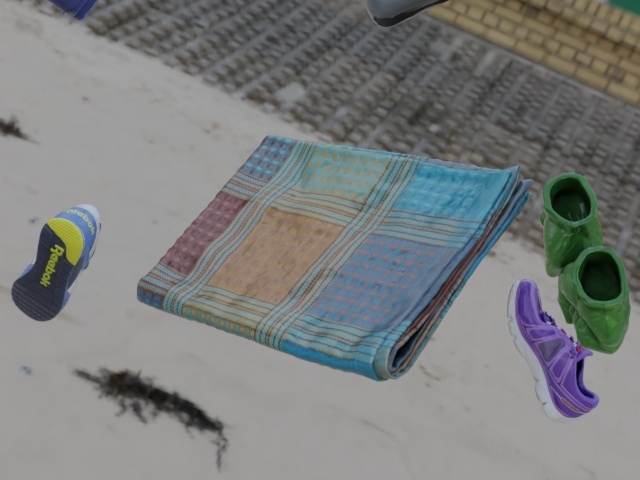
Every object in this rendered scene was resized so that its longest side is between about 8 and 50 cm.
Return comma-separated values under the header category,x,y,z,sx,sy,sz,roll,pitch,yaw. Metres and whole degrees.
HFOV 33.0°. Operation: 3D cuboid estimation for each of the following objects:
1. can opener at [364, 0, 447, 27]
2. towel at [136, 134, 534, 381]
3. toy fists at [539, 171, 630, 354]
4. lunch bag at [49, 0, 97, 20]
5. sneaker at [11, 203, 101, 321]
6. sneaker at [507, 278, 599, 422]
category,x,y,z,sx,sy,sz,roll,pitch,yaw
can opener,0.149,-0.235,0.723,0.074,0.280,0.093,67,10,9
towel,0.000,0.000,1.124,0.370,0.271,0.040,13,-35,41
toy fists,0.385,0.039,1.591,0.142,0.096,0.279,66,10,-48
lunch bag,-0.320,-0.342,1.439,0.065,0.098,0.067,29,25,-33
sneaker,-0.245,0.022,1.019,0.053,0.144,0.059,36,37,-5
sneaker,0.267,0.119,1.222,0.068,0.071,0.169,-12,78,-60
